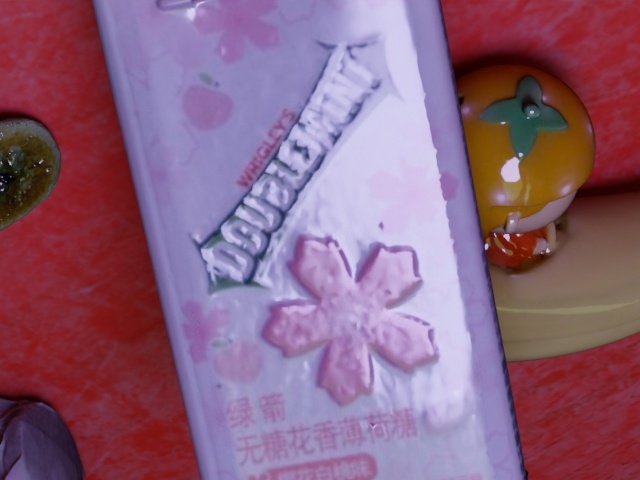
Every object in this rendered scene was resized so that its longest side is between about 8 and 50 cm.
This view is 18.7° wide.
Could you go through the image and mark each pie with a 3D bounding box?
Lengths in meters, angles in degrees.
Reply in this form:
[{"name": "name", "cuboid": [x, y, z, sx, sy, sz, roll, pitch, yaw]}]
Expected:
[{"name": "pie", "cuboid": [-0.195, -0.038, 1.190, 0.084, 0.021, 0.084, -29, 140, -27]}]

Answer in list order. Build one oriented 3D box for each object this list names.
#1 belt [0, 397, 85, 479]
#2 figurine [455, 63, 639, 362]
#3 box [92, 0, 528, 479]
[{"name": "belt", "cuboid": [-0.288, 0.233, 1.403, 0.227, 0.115, 0.324, 29, 125, -36]}, {"name": "figurine", "cuboid": [0.099, -0.015, 1.226, 0.324, 0.124, 0.222, -2, 129, -8]}, {"name": "box", "cuboid": [0.000, 0.000, 1.103, 0.190, 0.112, 0.370, -9, 106, 7]}]
